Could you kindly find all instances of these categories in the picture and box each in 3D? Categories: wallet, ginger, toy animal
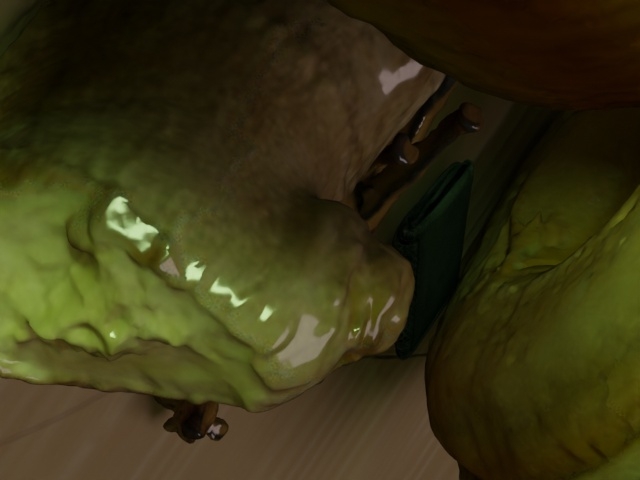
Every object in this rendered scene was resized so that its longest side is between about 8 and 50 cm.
[{"bbox_3d":[0.071,0.014,0.995,0.088,0.026,0.129,-51,155,-37],"label":"wallet"},{"bbox_3d":[-0.039,-0.031,0.602,0.275,0.221,0.130,-37,135,-23],"label":"ginger"},{"bbox_3d":[0.000,-0.004,0.811,0.275,0.054,0.149,-49,-164,22],"label":"toy animal"}]

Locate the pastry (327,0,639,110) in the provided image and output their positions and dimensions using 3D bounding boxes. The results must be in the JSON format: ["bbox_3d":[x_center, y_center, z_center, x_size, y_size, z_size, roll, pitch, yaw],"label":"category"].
[{"bbox_3d":[0.032,-0.201,0.441,0.164,0.356,0.356,-30,161,22],"label":"pastry"}]

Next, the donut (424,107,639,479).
[{"bbox_3d":[0.245,0.010,0.950,0.449,0.198,0.449,-50,-169,13],"label":"donut"}]
